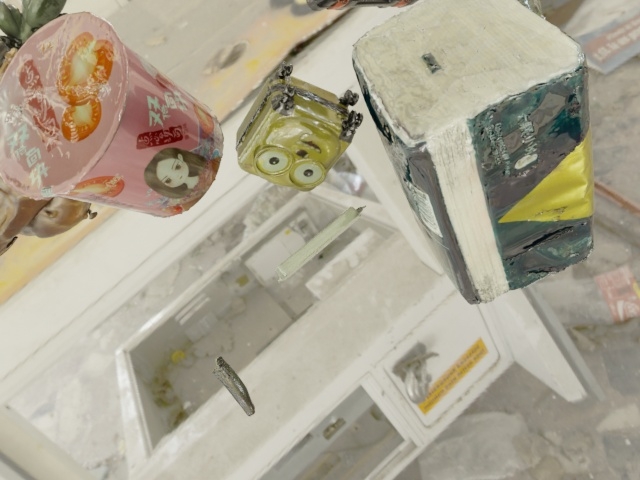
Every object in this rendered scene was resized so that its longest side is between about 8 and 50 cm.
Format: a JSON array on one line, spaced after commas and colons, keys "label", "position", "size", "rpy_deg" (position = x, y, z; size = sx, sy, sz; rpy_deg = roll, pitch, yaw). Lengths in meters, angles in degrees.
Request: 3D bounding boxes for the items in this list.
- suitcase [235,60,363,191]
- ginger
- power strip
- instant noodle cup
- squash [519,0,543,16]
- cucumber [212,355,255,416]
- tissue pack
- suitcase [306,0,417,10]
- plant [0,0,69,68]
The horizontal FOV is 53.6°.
[{"label": "suitcase", "position": [-0.050, -0.210, 1.267], "size": [0.235, 0.194, 0.143], "rpy_deg": [-50, 36, 39]}, {"label": "ginger", "position": [-0.467, -0.145, 1.073], "size": [0.176, 0.418, 0.254], "rpy_deg": [39, 31, 13]}, {"label": "power strip", "position": [0.000, 0.000, 1.228], "size": [0.227, 0.029, 0.080], "rpy_deg": [-39, -4, -6]}, {"label": "instant noodle cup", "position": [-0.275, -0.147, 0.873], "size": [0.243, 0.231, 0.243], "rpy_deg": [-7, 76, 27]}, {"label": "squash", "position": [0.350, -0.375, 1.212], "size": [0.165, 0.252, 0.252], "rpy_deg": [-11, 45, 22]}, {"label": "cucumber", "position": [-0.166, 0.284, 1.240], "size": [0.034, 0.135, 0.033], "rpy_deg": [-36, 11, 19]}, {"label": "tissue pack", "position": [0.240, -0.124, 0.949], "size": [0.253, 0.416, 0.264], "rpy_deg": [-26, 48, 4]}, {"label": "suitcase", "position": [0.075, -0.559, 1.238], "size": [0.286, 0.206, 0.066], "rpy_deg": [-19, 9, -38]}, {"label": "plant", "position": [-0.527, -0.345, 1.114], "size": [0.146, 0.149, 0.274], "rpy_deg": [27, 95, 37]}]
